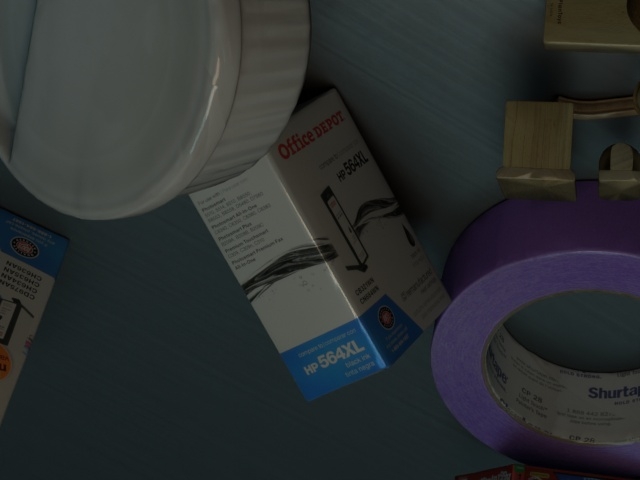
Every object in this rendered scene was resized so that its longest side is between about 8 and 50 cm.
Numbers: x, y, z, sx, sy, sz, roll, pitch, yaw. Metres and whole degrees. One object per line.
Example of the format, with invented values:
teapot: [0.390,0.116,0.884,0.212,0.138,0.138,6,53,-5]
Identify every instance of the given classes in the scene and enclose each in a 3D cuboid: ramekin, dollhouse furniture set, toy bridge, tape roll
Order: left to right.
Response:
ramekin: [-0.125,-0.152,1.282,0.273,0.127,0.273,6,99,41]
tape roll: [0.234,0.081,1.519,0.275,0.090,0.275,6,132,7]
dollhouse furniture set: [0.214,-0.110,1.365,0.144,0.151,0.123,3,174,9]
toy bridge: [0.274,-0.079,1.406,0.188,0.026,0.063,17,132,-2]

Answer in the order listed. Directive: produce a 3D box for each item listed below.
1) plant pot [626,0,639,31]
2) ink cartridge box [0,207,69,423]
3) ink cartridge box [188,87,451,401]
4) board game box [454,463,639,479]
plant pot: [0.321,-0.255,1.119,0.237,0.237,0.254,5,120,8]
ink cartridge box: [-0.349,0.091,1.555,0.171,0.233,0.168,26,132,-12]
ink cartridge box: [0.000,0.000,1.408,0.086,0.148,0.203,-25,98,31]
board game box: [0.275,0.234,1.606,0.281,0.027,0.145,9,167,-14]
